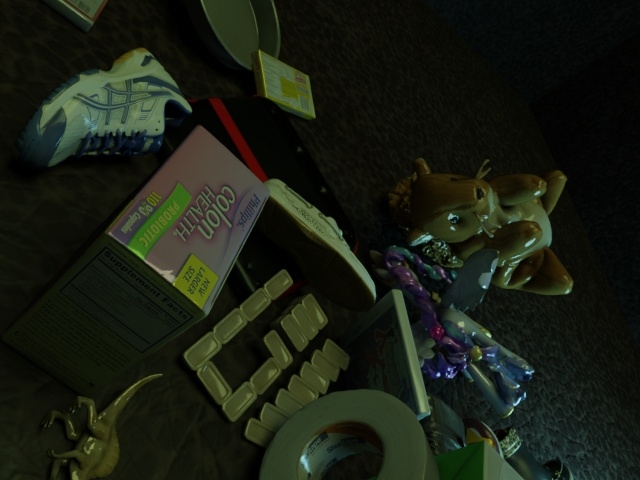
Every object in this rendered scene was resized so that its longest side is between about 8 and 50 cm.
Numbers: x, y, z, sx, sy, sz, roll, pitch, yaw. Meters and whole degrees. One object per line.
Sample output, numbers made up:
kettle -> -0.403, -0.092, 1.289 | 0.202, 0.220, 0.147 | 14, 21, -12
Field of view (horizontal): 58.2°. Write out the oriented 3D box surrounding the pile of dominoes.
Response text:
pile of dominoes -> -0.074, 0.178, 0.863 | 0.251, 0.040, 0.196 | -40, 101, -45

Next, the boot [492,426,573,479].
boot -> 0.444, 0.472, 1.225 | 0.236, 0.085, 0.178 | -13, 70, -55

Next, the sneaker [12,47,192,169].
sneaker -> -0.285, -0.168, 0.806 | 0.131, 0.112, 0.296 | 46, 42, -12

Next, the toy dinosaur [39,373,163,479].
toy dinosaur -> -0.246, 0.208, 0.619 | 0.092, 0.053, 0.183 | 52, 37, -35

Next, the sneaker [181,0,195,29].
sneaker -> -0.270, -0.488, 1.194 | 0.042, 0.067, 0.118 | -13, 103, -58

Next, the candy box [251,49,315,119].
candy box -> -0.077, -0.337, 1.264 | 0.206, 0.027, 0.105 | 3, 74, -61

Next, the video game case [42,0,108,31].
video game case -> -0.445, -0.498, 0.986 | 0.204, 0.025, 0.285 | 34, 39, -29

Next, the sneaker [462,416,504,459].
sneaker -> 0.314, 0.434, 1.104 | 0.084, 0.069, 0.185 | 6, 56, -56

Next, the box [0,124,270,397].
box -> -0.201, 0.024, 0.645 | 0.117, 0.243, 0.213 | 44, 36, -18

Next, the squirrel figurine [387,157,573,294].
squirrel figurine -> 0.308, -0.039, 1.288 | 0.370, 0.397, 0.281 | 10, 82, -35

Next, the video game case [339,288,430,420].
video game case -> 0.093, 0.208, 0.918 | 0.023, 0.183, 0.201 | 9, 52, -26

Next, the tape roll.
tape roll -> 0.035, 0.295, 0.724 | 0.219, 0.219, 0.072 | -73, 147, -50

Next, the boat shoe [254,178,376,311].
boat shoe -> 0.000, 0.000, 0.965 | 0.277, 0.098, 0.096 | 46, 40, -8

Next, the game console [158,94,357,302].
game console -> -0.111, -0.092, 1.044 | 0.342, 0.060, 0.386 | -24, 80, -51

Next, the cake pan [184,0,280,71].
cake pan -> -0.185, -0.490, 1.205 | 0.293, 0.054, 0.293 | 28, 57, -56

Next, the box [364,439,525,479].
box -> 0.178, 0.420, 0.767 | 0.231, 0.262, 0.126 | 45, 34, -15

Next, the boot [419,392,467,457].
boot -> 0.185, 0.366, 1.003 | 0.263, 0.091, 0.229 | 40, 31, -30

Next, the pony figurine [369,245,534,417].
pony figurine -> 0.246, 0.168, 1.113 | 0.363, 0.303, 0.351 | 45, 2, -10
